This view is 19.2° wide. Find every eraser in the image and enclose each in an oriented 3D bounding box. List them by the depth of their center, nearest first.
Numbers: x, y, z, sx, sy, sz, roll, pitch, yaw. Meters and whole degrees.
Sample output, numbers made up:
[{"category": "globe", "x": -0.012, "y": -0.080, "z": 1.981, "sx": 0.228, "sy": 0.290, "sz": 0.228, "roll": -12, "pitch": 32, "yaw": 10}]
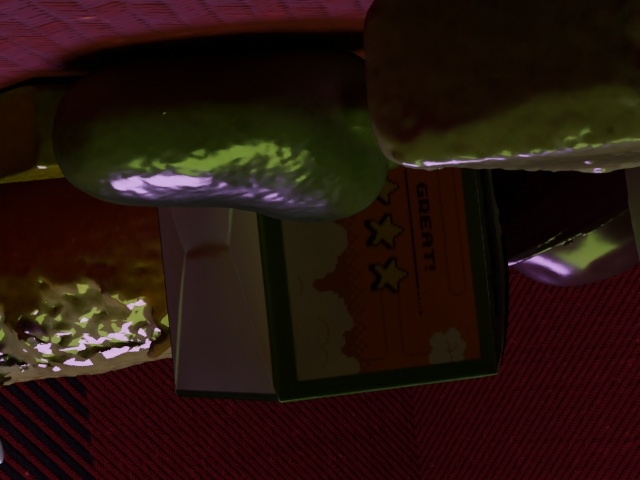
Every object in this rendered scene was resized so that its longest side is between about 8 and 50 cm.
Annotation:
[{"category": "eraser", "x": -0.115, "y": -0.057, "z": 0.996, "sx": 0.122, "sy": 0.045, "sz": 0.097, "roll": -6, "pitch": 177, "yaw": -34}]

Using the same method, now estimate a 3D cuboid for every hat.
[{"category": "hat", "x": 0.165, "y": -0.029, "z": 1.153, "sx": 0.205, "sy": 0.089, "sz": 0.205, "roll": -35, "pitch": -168, "yaw": 9}]

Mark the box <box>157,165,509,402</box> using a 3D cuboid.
[{"category": "box", "x": 0.000, "y": 0.000, "z": 1.123, "sx": 0.148, "sy": 0.177, "sz": 0.195, "roll": -5, "pitch": 178, "yaw": -21}]

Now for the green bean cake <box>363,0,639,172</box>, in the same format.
[{"category": "green bean cake", "x": 0.104, "y": -0.070, "z": 0.698, "sx": 0.109, "sy": 0.085, "sz": 0.179, "roll": -5, "pitch": 178, "yaw": 34}]

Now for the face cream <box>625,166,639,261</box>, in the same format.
[{"category": "face cream", "x": 0.232, "y": -0.032, "z": 0.869, "sx": 0.153, "sy": 0.177, "sz": 0.177, "roll": -9, "pitch": 178, "yaw": 21}]

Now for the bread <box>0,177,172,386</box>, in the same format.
[{"category": "bread", "x": -0.217, "y": 0.024, "z": 1.409, "sx": 0.375, "sy": 0.165, "sz": 0.236, "roll": -7, "pitch": -177, "yaw": 12}]

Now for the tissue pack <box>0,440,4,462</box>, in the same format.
[{"category": "tissue pack", "x": -0.461, "y": 0.134, "z": 1.543, "sx": 0.195, "sy": 0.390, "sz": 0.375, "roll": -43, "pitch": 168, "yaw": 18}]

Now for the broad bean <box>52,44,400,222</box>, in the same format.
[{"category": "broad bean", "x": -0.037, "y": -0.049, "z": 0.910, "sx": 0.174, "sy": 0.082, "sz": 0.124, "roll": -4, "pitch": 168, "yaw": -32}]
